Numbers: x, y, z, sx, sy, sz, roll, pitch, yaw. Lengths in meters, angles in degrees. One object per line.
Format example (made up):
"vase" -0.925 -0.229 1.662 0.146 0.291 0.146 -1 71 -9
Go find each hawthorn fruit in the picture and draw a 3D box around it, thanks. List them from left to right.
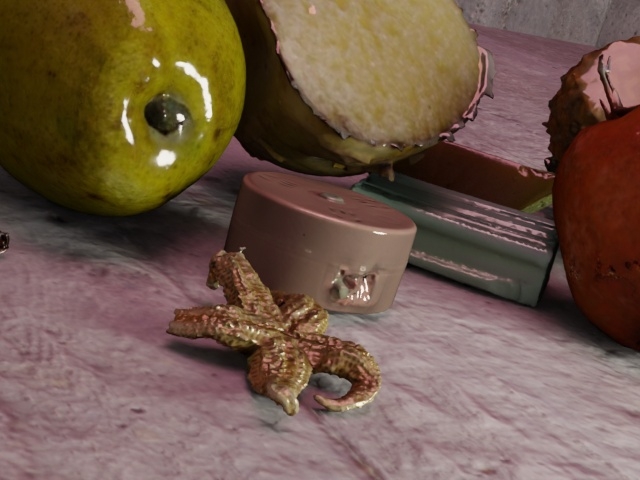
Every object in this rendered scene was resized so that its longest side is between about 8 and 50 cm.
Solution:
"hawthorn fruit" 0.303 -0.040 1.095 0.211 0.211 0.299 -3 65 -45

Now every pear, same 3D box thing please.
"pear" -0.189 -0.151 1.041 0.252 0.253 0.307 3 17 -33

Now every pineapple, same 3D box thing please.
"pineapple" 0.317 -0.095 1.375 0.169 0.169 0.340 16 -19 3

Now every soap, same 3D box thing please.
"soap" 0.128 -0.006 1.170 0.198 0.063 0.114 19 19 14

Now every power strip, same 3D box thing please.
"power strip" 0.000 0.000 1.004 0.154 0.078 0.154 16 12 -3

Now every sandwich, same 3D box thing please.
"sandwich" 0.144 -0.062 1.318 0.258 0.096 0.094 20 12 21

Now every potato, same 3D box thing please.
"potato" -0.006 -0.171 1.208 0.288 0.237 0.301 -21 82 -40

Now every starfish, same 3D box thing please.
"starfish" -0.030 0.063 0.841 0.150 0.053 0.210 8 19 -6

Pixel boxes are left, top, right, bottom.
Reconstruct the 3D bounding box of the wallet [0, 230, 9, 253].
"wallet" -0.354 -0.035 0.919 0.232 0.031 0.122 27 16 29
